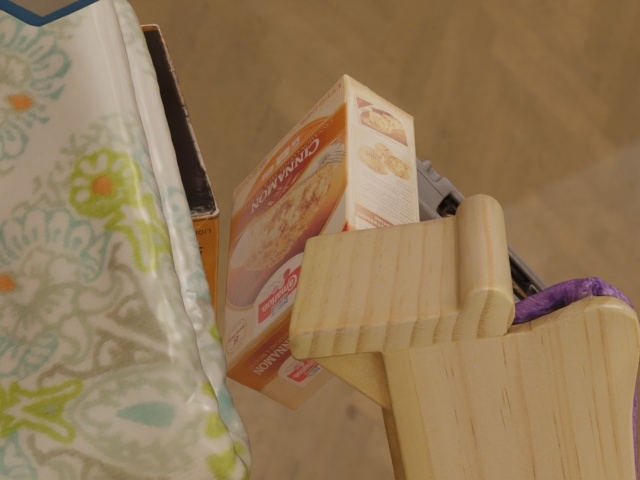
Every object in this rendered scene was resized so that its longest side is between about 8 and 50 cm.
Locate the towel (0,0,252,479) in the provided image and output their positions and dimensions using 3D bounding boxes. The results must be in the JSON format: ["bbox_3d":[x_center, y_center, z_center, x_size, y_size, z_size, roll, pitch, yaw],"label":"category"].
[{"bbox_3d":[-0.231,0.027,0.913,0.090,0.320,0.374,47,23,-58],"label":"towel"}]

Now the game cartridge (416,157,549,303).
[{"bbox_3d":[0.122,0.072,1.442,0.297,0.198,0.062,46,43,-3],"label":"game cartridge"}]

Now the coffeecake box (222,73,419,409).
[{"bbox_3d":[0.000,0.000,1.077,0.068,0.142,0.185,29,37,-25],"label":"coffeecake box"}]

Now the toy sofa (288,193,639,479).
[{"bbox_3d":[0.101,0.168,0.881,0.150,0.177,0.363,-79,159,-70],"label":"toy sofa"}]

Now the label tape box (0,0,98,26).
[{"bbox_3d":[-0.163,-0.274,0.556,0.240,0.106,0.334,20,53,-62],"label":"label tape box"}]

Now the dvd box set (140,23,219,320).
[{"bbox_3d":[-0.155,0.054,1.461,0.062,0.308,0.420,-6,128,-13],"label":"dvd box set"}]
